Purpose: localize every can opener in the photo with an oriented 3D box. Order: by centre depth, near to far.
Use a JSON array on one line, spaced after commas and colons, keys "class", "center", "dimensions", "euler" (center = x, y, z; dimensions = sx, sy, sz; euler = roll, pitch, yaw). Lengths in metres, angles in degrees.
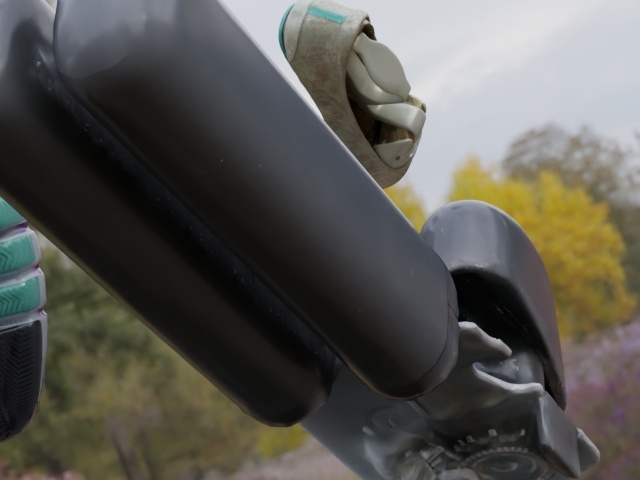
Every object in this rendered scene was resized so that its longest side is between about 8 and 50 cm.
[{"class": "can opener", "center": [0.000, 0.000, 0.509], "dimensions": [0.076, 0.095, 0.283], "euler": [-15, -37, 23]}]

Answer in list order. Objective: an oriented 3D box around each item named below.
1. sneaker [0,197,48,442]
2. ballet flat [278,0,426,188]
[{"class": "sneaker", "center": [-0.144, -0.030, 0.757], "dimensions": [0.083, 0.224, 0.098], "euler": [-5, 17, 24]}, {"class": "ballet flat", "center": [0.028, -0.072, 0.974], "dimensions": [0.052, 0.057, 0.168], "euler": [12, -20, 29]}]
